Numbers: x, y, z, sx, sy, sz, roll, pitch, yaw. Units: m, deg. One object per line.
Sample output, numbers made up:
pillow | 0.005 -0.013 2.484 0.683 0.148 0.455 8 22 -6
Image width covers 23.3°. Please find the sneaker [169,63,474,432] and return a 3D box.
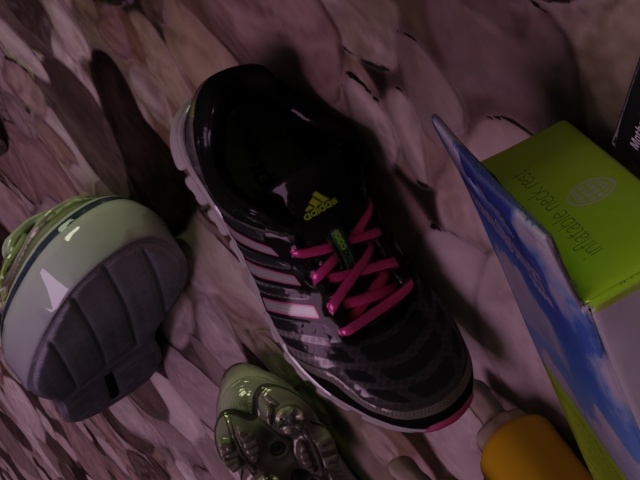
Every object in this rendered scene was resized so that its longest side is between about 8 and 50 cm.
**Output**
sneaker | 0.000 0.000 0.595 0.170 0.063 0.075 54 165 11

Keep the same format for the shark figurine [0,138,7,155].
shark figurine | -0.312 -0.110 0.989 0.166 0.278 0.116 35 -131 -63

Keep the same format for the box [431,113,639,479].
box | 0.096 0.045 0.453 0.178 0.042 0.109 63 178 -24

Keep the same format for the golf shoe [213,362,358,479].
golf shoe | -0.005 0.139 0.844 0.086 0.069 0.176 -125 11 -66

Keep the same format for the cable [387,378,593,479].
cable | 0.116 0.166 0.537 0.072 0.139 0.287 18 -171 -39

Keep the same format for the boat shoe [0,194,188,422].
boat shoe | -0.148 0.033 0.898 0.094 0.109 0.302 52 161 10

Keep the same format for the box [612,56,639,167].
box | 0.149 -0.023 0.286 0.184 0.045 0.190 47 159 23
